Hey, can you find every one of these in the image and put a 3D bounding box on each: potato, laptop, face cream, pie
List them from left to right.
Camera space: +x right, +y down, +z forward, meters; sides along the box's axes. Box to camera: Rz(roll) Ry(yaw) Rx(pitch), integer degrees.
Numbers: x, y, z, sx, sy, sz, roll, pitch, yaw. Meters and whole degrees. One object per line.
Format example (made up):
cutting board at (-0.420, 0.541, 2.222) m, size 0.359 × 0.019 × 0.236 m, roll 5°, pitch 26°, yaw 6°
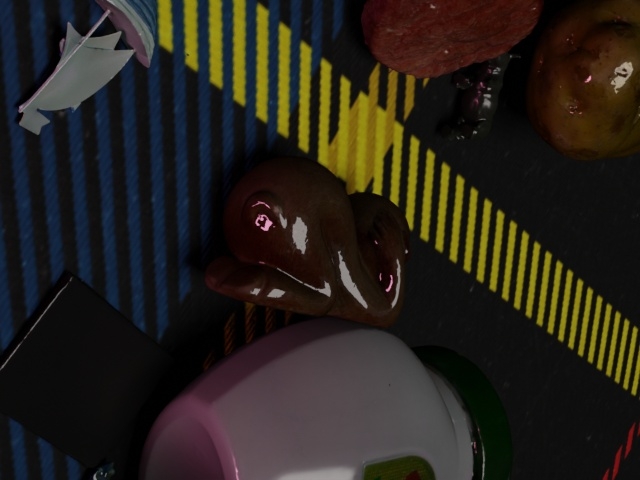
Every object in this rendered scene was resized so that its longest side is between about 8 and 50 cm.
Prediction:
laptop at (-0.218, 0.121, 1.465) m, size 0.135 × 0.016 × 0.197 m, roll -54°, pitch 144°, yaw -10°
face cream at (0.002, 0.229, 1.637) m, size 0.357 × 0.219 × 0.312 m, roll -7°, pitch 111°, yaw -43°
pie at (0.128, -0.217, 1.561) m, size 0.182 × 0.049 × 0.182 m, roll -11°, pitch 154°, yaw -5°
potato at (0.352, -0.200, 1.880) m, size 0.369 × 0.176 × 0.195 m, roll -15°, pitch 86°, yaw -57°

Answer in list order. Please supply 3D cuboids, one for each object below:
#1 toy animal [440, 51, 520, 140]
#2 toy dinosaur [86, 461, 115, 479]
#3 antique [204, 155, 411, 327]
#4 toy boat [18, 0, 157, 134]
toy animal at (0.177, -0.169, 1.751) m, size 0.065 × 0.047 × 0.135 m, roll -13°, pitch 122°, yaw -55°
toy dinosaur at (-0.227, 0.391, 1.599) m, size 0.147 × 0.076 × 0.362 m, roll 17°, pitch 99°, yaw -36°
antique at (0.000, 0.000, 1.579) m, size 0.257 × 0.121 × 0.143 m, roll 16°, pitch 92°, yaw -49°
toy boat at (-0.177, -0.145, 1.304) m, size 0.105 × 0.034 × 0.149 m, roll 15°, pitch 101°, yaw -54°
